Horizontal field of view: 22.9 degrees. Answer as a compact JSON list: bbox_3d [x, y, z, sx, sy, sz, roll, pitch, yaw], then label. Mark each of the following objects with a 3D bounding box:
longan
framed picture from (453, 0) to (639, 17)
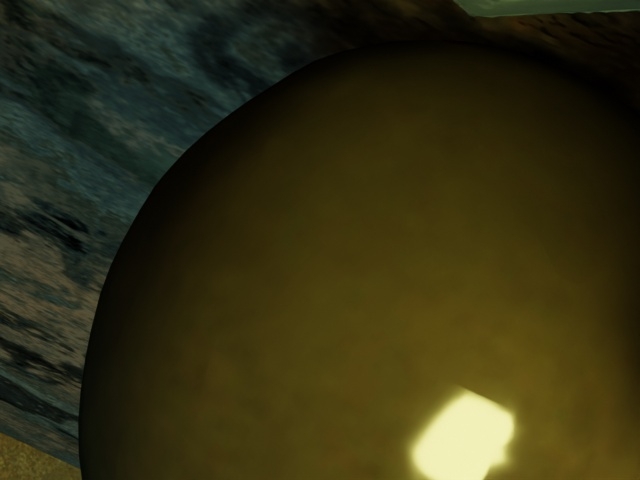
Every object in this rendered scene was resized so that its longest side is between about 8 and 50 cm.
[{"bbox_3d":[0.039,0.062,0.531,0.258,0.258,0.258,22,164,7],"label":"longan"},{"bbox_3d":[0.102,-0.080,0.271,0.252,0.014,0.197,2,169,30],"label":"framed picture"}]
